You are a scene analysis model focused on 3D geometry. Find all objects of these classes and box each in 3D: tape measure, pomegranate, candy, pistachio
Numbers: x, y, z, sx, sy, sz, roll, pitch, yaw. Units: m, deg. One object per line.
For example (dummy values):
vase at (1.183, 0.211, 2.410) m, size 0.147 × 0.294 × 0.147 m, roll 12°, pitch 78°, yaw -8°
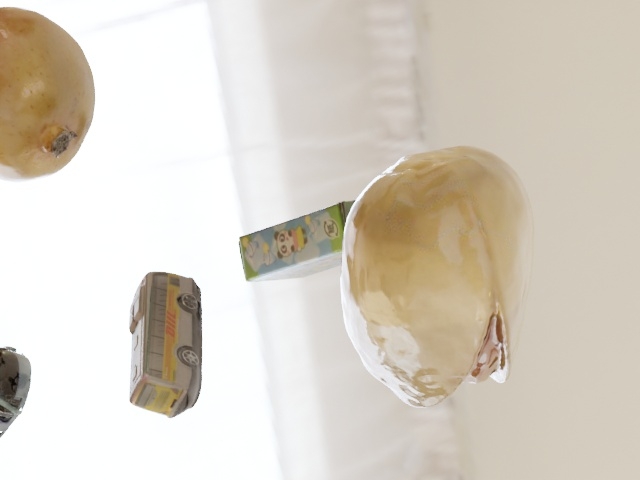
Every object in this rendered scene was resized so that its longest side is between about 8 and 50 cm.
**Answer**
tape measure at (-0.355, 0.165, 1.854) m, size 0.094 × 0.054 × 0.091 m, roll -57°, pitch -150°, yaw 23°
pomegranate at (-0.330, -0.154, 1.816) m, size 0.191 × 0.191 × 0.191 m, roll 164°, pitch -90°, yaw -70°
candy at (0.000, 0.000, 2.007) m, size 0.194 × 0.097 × 0.062 m, roll -18°, pitch -99°, yaw 47°
pistachio at (0.116, 0.036, 1.585) m, size 0.299 × 0.187 × 0.187 m, roll 84°, pitch -21°, yaw -45°

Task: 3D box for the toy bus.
toy bus at (-0.164, 0.106, 1.771) m, size 0.172 × 0.072 × 0.057 m, roll -95°, pitch -151°, yaw -47°
